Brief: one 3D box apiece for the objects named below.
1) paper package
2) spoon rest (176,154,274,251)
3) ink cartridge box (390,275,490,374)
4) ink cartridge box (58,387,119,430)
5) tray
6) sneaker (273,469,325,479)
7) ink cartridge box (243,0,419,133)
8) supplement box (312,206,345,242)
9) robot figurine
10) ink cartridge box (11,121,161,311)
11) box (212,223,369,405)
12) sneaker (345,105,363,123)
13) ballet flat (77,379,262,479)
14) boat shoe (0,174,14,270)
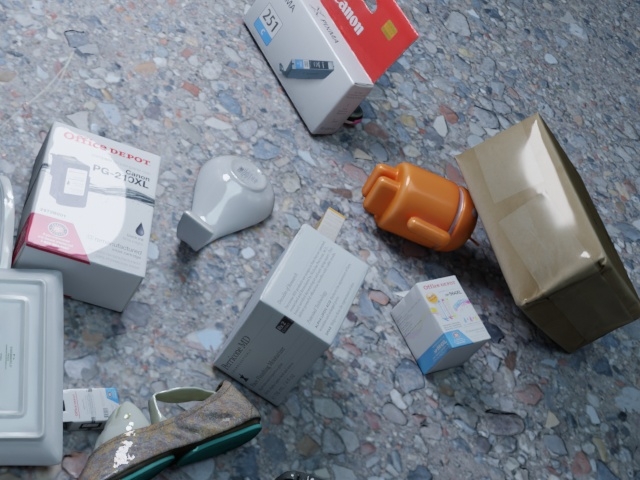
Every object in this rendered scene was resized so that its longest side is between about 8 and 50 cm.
[{"bbox_3d":[0.402,-0.006,1.860,0.309,0.168,0.325,38,28,-54],"label":"paper package"},{"bbox_3d":[-0.159,-0.057,1.704,0.137,0.084,0.276,39,30,0],"label":"spoon rest"},{"bbox_3d":[0.190,0.130,1.748,0.092,0.090,0.143,-9,60,-37],"label":"ink cartridge box"},{"bbox_3d":[-0.306,0.220,1.394,0.083,0.028,0.048,3,53,-31],"label":"ink cartridge box"},{"bbox_3d":[-0.398,0.150,1.353,0.145,0.030,0.270,3,60,-18],"label":"tray"},{"bbox_3d":[-0.079,0.367,1.370,0.295,0.104,0.147,16,45,-29],"label":"sneaker"},{"bbox_3d":[0.009,-0.388,1.942,0.066,0.261,0.296,-4,56,-47],"label":"ink cartridge box"},{"bbox_3d":[0.000,0.000,1.755,0.036,0.062,0.098,33,43,-6],"label":"supplement box"},{"bbox_3d":[0.182,-0.058,1.876,0.219,0.158,0.128,22,83,-15],"label":"robot figurine"},{"bbox_3d":[-0.335,-0.037,1.541,0.172,0.100,0.237,18,47,-20],"label":"ink cartridge box"},{"bbox_3d":[-0.042,0.108,1.549,0.119,0.181,0.182,33,44,-3],"label":"box"},{"bbox_3d":[0.030,-0.296,2.016,0.063,0.075,0.170,-17,65,-41],"label":"sneaker"},{"bbox_3d":[-0.213,0.253,1.378,0.316,0.107,0.106,-12,64,-51],"label":"ballet flat"},{"bbox_3d":[-0.461,-0.014,1.474,0.063,0.066,0.184,10,59,-28],"label":"boat shoe"}]
